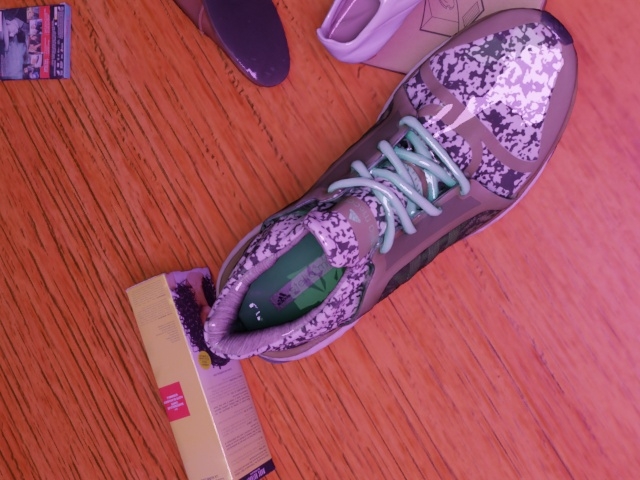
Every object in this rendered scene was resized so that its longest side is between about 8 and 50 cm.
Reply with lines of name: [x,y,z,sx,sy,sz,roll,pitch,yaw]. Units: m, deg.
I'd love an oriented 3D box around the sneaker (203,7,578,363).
sneaker: [0.053,-0.022,0.632,0.158,0.182,0.410,45,105,2]

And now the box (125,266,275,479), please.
box: [-0.124,0.147,0.794,0.058,0.087,0.233,-22,85,24]

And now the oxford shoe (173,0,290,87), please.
oxford shoe: [-0.105,-0.240,0.783,0.212,0.076,0.076,56,148,4]

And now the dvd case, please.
dvd case: [-0.350,-0.237,0.916,0.119,0.013,0.087,3,94,23]

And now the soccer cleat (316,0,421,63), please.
soccer cleat: [0.072,-0.237,0.662,0.068,0.076,0.196,45,110,17]

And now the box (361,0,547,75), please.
box: [0.128,-0.243,0.690,0.164,0.021,0.201,20,102,23]
